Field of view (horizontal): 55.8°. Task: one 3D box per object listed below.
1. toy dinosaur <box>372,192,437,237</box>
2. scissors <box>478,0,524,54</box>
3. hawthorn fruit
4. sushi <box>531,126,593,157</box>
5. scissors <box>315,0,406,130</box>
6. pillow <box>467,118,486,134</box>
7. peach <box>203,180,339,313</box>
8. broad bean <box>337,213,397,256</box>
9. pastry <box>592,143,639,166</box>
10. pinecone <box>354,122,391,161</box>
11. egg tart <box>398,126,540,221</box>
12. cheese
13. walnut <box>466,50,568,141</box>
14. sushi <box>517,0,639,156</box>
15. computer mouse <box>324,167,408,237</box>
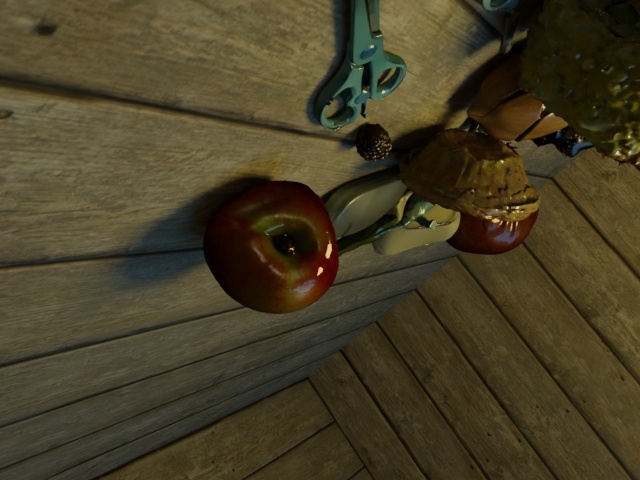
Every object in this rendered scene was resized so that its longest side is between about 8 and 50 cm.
[{"bbox_3d":[0.279,-0.105,1.544,0.329,0.144,0.076,-50,135,-25],"label":"toy dinosaur"},{"bbox_3d":[0.368,-0.436,1.130,0.191,0.029,0.360,-37,163,2],"label":"scissors"},{"bbox_3d":[0.513,-0.098,1.924,0.308,0.308,0.325,-31,-163,-16],"label":"hawthorn fruit"},{"bbox_3d":[0.775,-0.374,1.791,0.227,0.212,0.215,-27,161,-30],"label":"sushi"},{"bbox_3d":[0.061,-0.289,0.926,0.180,0.032,0.393,-34,165,-6],"label":"scissors"},{"bbox_3d":[0.432,-0.303,1.575,0.136,0.055,0.091,-23,128,-44],"label":"pillow"},{"bbox_3d":[-0.098,0.015,1.144,0.245,0.248,0.274,4,168,-10],"label":"peach"},{"bbox_3d":[0.096,-0.004,1.679,0.075,0.067,0.325,-2,162,-41],"label":"broad bean"},{"bbox_3d":[0.797,-0.397,1.531,0.292,0.405,0.337,-5,-149,47],"label":"pastry"},{"bbox_3d":[0.104,-0.193,1.216,0.077,0.077,0.083,-30,173,-17],"label":"pinecone"},{"bbox_3d":[0.347,-0.164,1.398,0.352,0.352,0.150,-18,127,-45],"label":"egg tart"},{"bbox_3d":[0.276,-0.049,1.776,0.266,0.127,0.233,-10,156,-12],"label":"cheese"},{"bbox_3d":[0.466,-0.324,1.361,0.298,0.203,0.203,-17,162,-2],"label":"walnut"},{"bbox_3d":[0.577,-0.389,1.129,0.396,0.351,0.240,-43,160,-20],"label":"sushi"},{"bbox_3d":[0.113,-0.083,1.507,0.331,0.095,0.197,-24,164,-35],"label":"computer mouse"}]
